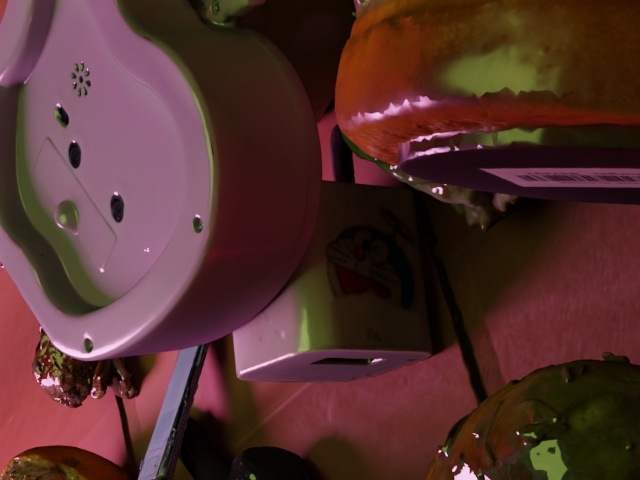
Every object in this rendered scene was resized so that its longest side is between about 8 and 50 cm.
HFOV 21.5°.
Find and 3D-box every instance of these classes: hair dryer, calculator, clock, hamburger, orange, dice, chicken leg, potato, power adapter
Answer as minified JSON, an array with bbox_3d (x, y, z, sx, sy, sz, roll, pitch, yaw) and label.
[{"bbox_3d":[-0.084,0.199,1.487,0.248,0.070,0.114,47,125,56],"label":"hair dryer"},{"bbox_3d":[-0.128,0.142,1.526,0.057,0.018,0.172,-23,47,56],"label":"calculator"},{"bbox_3d":[-0.143,-0.076,1.280,0.338,0.102,0.339,10,103,48],"label":"clock"},{"bbox_3d":[0.169,-0.156,0.941,0.330,0.330,0.250,-4,80,54],"label":"hamburger"},{"bbox_3d":[-0.246,0.268,1.616,0.156,0.156,0.134,21,113,53],"label":"orange"},{"bbox_3d":[-0.080,-0.187,1.414,0.166,0.169,0.169,52,128,43],"label":"dice"},{"bbox_3d":[-0.222,0.071,1.679,0.125,0.080,0.196,11,88,44],"label":"chicken leg"},{"bbox_3d":[0.152,0.158,1.069,0.298,0.176,0.141,121,149,-67],"label":"potato"},{"bbox_3d":[0.000,0.000,1.316,0.125,0.130,0.205,-24,69,51],"label":"power adapter"}]

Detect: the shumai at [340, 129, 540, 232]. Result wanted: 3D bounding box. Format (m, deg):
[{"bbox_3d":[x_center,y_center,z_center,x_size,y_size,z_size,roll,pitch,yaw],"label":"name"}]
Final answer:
[{"bbox_3d":[0.117,-0.103,1.187,0.184,0.142,0.184,-6,69,17],"label":"shumai"}]
